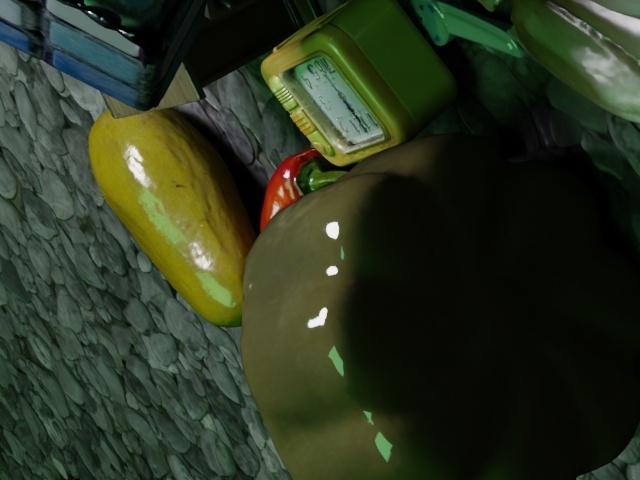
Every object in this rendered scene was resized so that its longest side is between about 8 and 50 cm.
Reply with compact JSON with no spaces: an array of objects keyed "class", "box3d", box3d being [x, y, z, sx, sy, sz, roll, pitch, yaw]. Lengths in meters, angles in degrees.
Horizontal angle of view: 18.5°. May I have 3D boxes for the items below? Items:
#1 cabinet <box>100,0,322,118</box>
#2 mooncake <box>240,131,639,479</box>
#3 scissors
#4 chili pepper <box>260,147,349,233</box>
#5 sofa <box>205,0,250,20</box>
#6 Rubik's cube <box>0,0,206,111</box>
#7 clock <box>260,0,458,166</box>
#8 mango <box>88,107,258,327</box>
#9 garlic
[{"class":"cabinet","box3d":[-0.138,-0.239,2.076,0.215,0.175,0.148,-2,116,60]},{"class":"mooncake","box3d":[0.119,0.085,1.784,0.201,0.378,0.378,-26,95,53]},{"class":"scissors","box3d":[0.109,-0.213,1.852,0.256,0.030,0.125,28,142,47]},{"class":"chili pepper","box3d":[-0.005,-0.001,2.212,0.137,0.092,0.368,33,153,21]},{"class":"sofa","box3d":[-0.066,-0.286,1.940,0.060,0.147,0.085,36,146,42]},{"class":"Rubik's cube","box3d":[-0.213,-0.358,1.712,0.362,0.359,0.363,25,173,-3]},{"class":"clock","box3d":[0.035,-0.156,1.926,0.143,0.096,0.202,54,160,-8]},{"class":"mango","box3d":[-0.164,-0.032,2.348,0.332,0.142,0.195,59,171,14]},{"class":"garlic","box3d":[0.226,-0.236,1.522,0.325,0.132,0.279,27,143,48]}]
